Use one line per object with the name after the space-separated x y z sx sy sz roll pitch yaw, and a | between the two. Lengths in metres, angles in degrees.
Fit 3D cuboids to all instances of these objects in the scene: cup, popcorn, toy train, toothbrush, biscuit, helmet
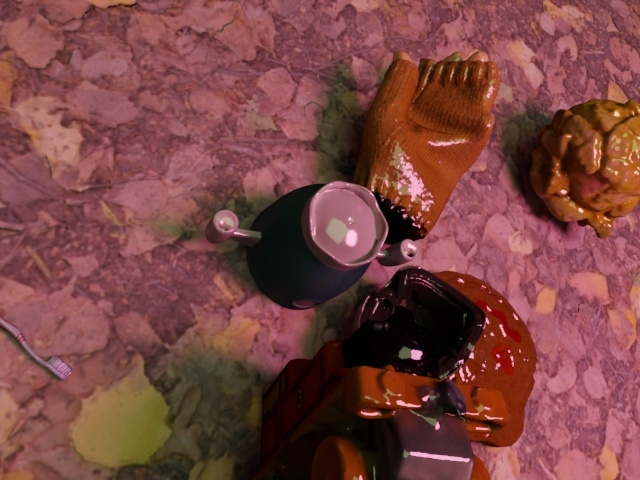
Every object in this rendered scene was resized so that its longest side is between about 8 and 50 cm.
0.000 0.000 0.688 0.299 0.173 0.168 8 73 -25 | cup
0.504 -0.146 0.965 0.212 0.259 0.259 18 67 -5 | popcorn
0.025 0.224 0.561 0.163 0.369 0.232 14 42 -22 | toy train
-0.358 0.089 0.577 0.193 0.013 0.019 45 55 -8 | toothbrush
0.239 0.186 0.825 0.273 0.049 0.257 31 64 -13 | biscuit
0.131 0.134 0.715 0.153 0.107 0.177 38 60 23 | helmet

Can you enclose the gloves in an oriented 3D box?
0.156 -0.164 0.824 0.203 0.155 0.356 30 79 -8 | gloves
